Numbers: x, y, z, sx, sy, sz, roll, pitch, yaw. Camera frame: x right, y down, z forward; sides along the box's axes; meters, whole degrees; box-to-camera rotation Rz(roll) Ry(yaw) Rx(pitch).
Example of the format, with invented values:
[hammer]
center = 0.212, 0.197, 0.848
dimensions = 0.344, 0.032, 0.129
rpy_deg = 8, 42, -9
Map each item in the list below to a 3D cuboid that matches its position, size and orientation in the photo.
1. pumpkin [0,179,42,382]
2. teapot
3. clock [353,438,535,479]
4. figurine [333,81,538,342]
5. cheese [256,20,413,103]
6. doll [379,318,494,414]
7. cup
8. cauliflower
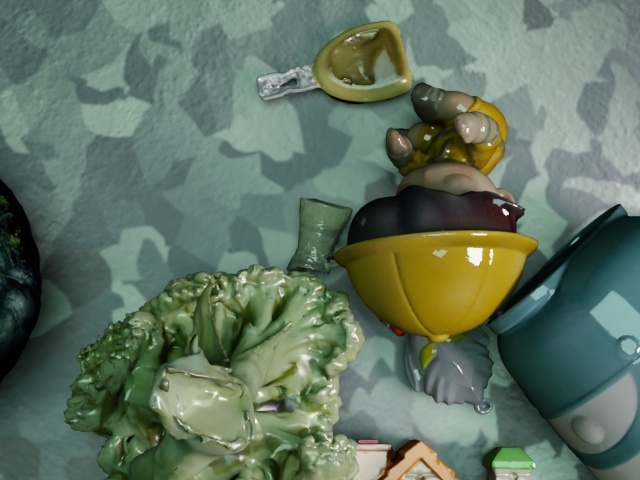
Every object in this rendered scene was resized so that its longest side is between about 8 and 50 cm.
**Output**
[pumpkin]
center = -0.424, 0.041, 1.004
dimensions = 0.315, 0.238, 0.315
rpy_deg = 6, 73, -20
[teapot]
center = 0.000, 0.000, 1.098
dimensions = 0.067, 0.057, 0.083
rpy_deg = 17, 92, 27
[clock]
center = 0.101, 0.327, 1.047
dimensions = 0.220, 0.106, 0.255
rpy_deg = 1, 80, -1
[figurine]
center = 0.123, -0.026, 1.022
dimensions = 0.167, 0.192, 0.256
rpy_deg = 35, 56, -22
[cheese]
center = 0.012, -0.180, 1.123
dimensions = 0.163, 0.036, 0.086
rpy_deg = -13, 84, -2
[doll]
center = 0.118, 0.103, 1.081
dimensions = 0.094, 0.079, 0.180
rpy_deg = -33, 74, -3
[cup]
center = 0.330, 0.100, 1.024
dimensions = 0.257, 0.219, 0.290
rpy_deg = 49, 56, 4
[cauliflower]
center = -0.089, 0.171, 0.975
dimensions = 0.260, 0.281, 0.327
rpy_deg = 37, 92, -22
